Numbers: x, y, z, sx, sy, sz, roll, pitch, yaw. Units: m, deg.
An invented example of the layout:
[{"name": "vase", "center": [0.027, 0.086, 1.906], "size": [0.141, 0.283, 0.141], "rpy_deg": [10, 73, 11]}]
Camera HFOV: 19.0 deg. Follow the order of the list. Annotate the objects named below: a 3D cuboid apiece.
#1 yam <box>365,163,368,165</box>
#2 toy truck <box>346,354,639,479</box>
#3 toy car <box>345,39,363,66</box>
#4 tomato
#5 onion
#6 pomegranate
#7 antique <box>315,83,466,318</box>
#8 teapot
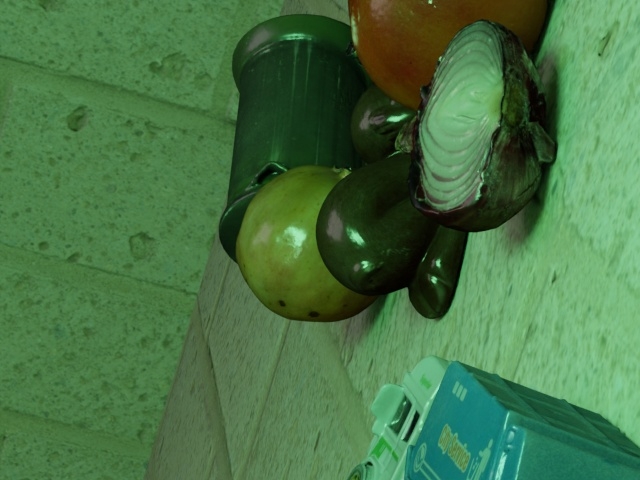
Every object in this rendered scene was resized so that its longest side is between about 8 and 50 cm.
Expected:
[{"name": "yam", "center": [0.086, -0.087, 2.136], "size": [0.067, 0.071, 0.317], "rpy_deg": [56, -150, -38]}, {"name": "toy truck", "center": [0.122, 0.189, 1.295], "size": [0.367, 0.146, 0.175], "rpy_deg": [-139, 72, -76]}, {"name": "toy car", "center": [0.083, -0.292, 2.488], "size": [0.062, 0.071, 0.165], "rpy_deg": [-39, 34, 50]}, {"name": "tomato", "center": [0.124, -0.250, 1.851], "size": [0.260, 0.180, 0.260], "rpy_deg": [-164, 90, -77]}, {"name": "onion", "center": [0.145, -0.089, 1.690], "size": [0.151, 0.098, 0.206], "rpy_deg": [-19, 51, 51]}, {"name": "pomegranate", "center": [-0.004, 0.002, 2.181], "size": [0.191, 0.191, 0.191], "rpy_deg": [-165, 90, -81]}, {"name": "antique", "center": [0.077, -0.055, 1.936], "size": [0.121, 0.143, 0.257], "rpy_deg": [121, 164, -64]}, {"name": "teapot", "center": [-0.026, -0.091, 2.499], "size": [0.270, 0.200, 0.337], "rpy_deg": [77, -167, -48]}]
